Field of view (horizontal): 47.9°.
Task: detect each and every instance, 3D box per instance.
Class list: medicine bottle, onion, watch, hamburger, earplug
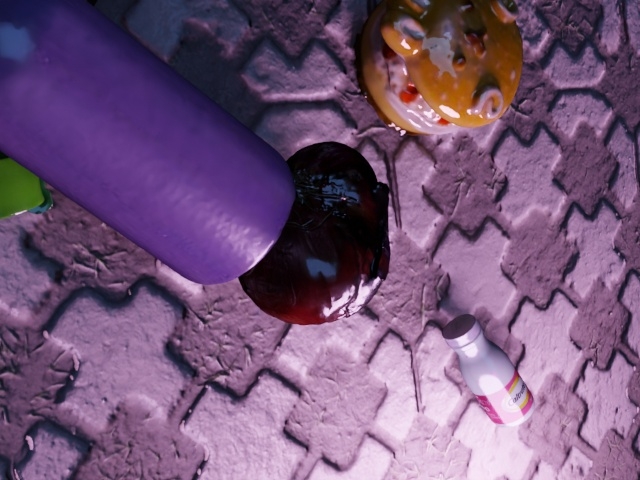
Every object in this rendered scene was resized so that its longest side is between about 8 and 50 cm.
[{"bbox_3d":[0.301,0.234,1.301,0.090,0.090,0.216,-44,111,-23],"label":"medicine bottle"},{"bbox_3d":[-0.008,-0.011,1.047,0.281,0.221,0.280,-13,105,-61],"label":"onion"},{"bbox_3d":[-0.384,-0.078,0.844,0.165,0.152,0.131,-11,106,-24],"label":"watch"},{"bbox_3d":[0.199,-0.317,1.183,0.303,0.186,0.260,28,75,-26],"label":"hamburger"},{"bbox_3d":[-0.233,-0.127,0.815,0.456,0.215,0.215,39,69,-50],"label":"earplug"}]

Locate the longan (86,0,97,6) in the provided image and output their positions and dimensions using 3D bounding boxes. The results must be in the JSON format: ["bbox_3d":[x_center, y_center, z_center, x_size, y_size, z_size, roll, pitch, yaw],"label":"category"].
[{"bbox_3d":[-0.359,-0.355,0.830,0.248,0.248,0.248,0,90,-31],"label":"longan"}]
